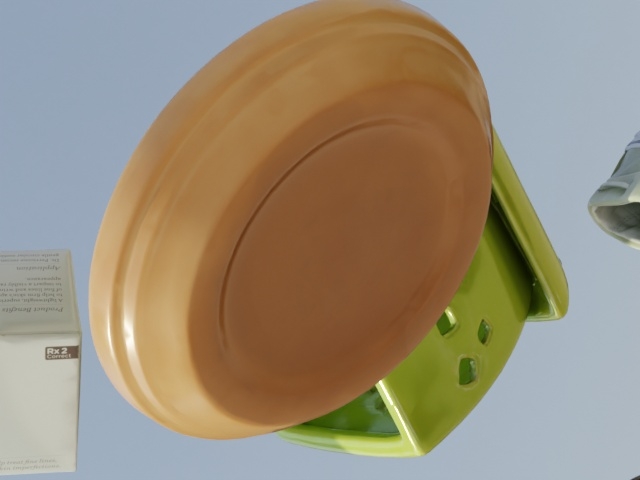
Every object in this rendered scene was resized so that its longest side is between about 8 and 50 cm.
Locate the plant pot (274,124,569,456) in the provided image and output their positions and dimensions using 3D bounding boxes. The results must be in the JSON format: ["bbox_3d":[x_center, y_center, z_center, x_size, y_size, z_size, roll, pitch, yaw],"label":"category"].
[{"bbox_3d":[0.042,0.014,1.299,0.207,0.227,0.228,-35,-75,-26],"label":"plant pot"}]

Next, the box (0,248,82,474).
[{"bbox_3d":[-0.310,0.112,1.517,0.119,0.181,0.182,-105,18,-49],"label":"box"}]

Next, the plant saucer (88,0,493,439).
[{"bbox_3d":[0.000,0.000,0.676,0.200,0.037,0.200,-25,-47,-30],"label":"plant saucer"}]

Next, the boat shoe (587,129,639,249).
[{"bbox_3d":[0.272,-0.020,1.115,0.109,0.302,0.094,42,-93,-11],"label":"boat shoe"}]

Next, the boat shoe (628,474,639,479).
[{"bbox_3d":[0.246,0.165,1.077,0.206,0.075,0.065,-24,-57,-27],"label":"boat shoe"}]
